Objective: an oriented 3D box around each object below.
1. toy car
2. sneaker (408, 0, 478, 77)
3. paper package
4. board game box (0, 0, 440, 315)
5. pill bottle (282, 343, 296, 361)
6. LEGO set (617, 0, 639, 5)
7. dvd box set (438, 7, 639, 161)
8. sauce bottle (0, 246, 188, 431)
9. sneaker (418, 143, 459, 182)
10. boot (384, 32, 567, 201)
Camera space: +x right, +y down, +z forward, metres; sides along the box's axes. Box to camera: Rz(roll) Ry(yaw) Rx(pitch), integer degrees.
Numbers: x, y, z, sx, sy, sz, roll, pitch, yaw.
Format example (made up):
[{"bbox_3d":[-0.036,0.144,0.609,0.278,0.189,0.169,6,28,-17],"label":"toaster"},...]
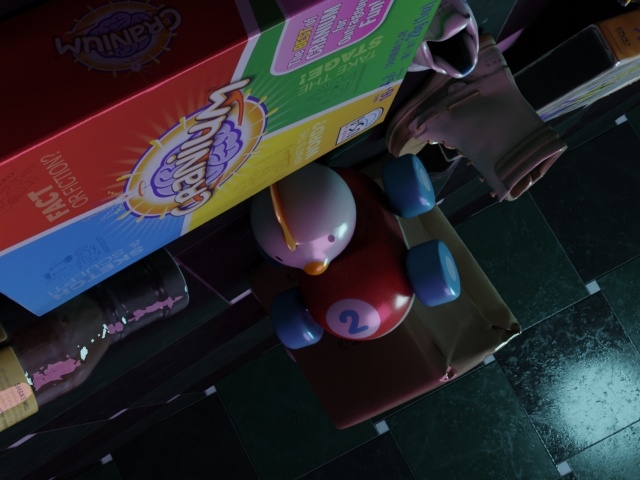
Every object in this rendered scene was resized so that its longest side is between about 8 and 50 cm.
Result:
[{"bbox_3d":[0.000,0.000,0.755,0.219,0.210,0.238,-21,160,22],"label":"toy car"},{"bbox_3d":[0.091,-0.159,0.558,0.071,0.083,0.191,-37,171,10],"label":"sneaker"},{"bbox_3d":[0.074,0.087,1.036,0.168,0.309,0.325,-25,167,-32],"label":"paper package"},{"bbox_3d":[-0.079,-0.079,0.439,0.317,0.064,0.242,-31,170,-14],"label":"board game box"},{"bbox_3d":[0.028,0.163,1.533,0.224,0.224,0.392,-30,169,-19],"label":"pill bottle"},{"bbox_3d":[0.420,-0.254,0.687,0.192,0.255,0.331,-38,166,28],"label":"LEGO set"},{"bbox_3d":[0.404,-0.249,0.998,0.421,0.062,0.308,-24,177,-31],"label":"dvd box set"},{"bbox_3d":[-0.272,0.104,0.576,0.344,0.111,0.111,-26,168,-31],"label":"sauce bottle"},{"bbox_3d":[0.194,-0.129,1.154,0.089,0.051,0.170,-27,173,-35],"label":"sneaker"},{"bbox_3d":[0.170,-0.110,0.802,0.077,0.165,0.213,-28,169,-32],"label":"boot"}]
